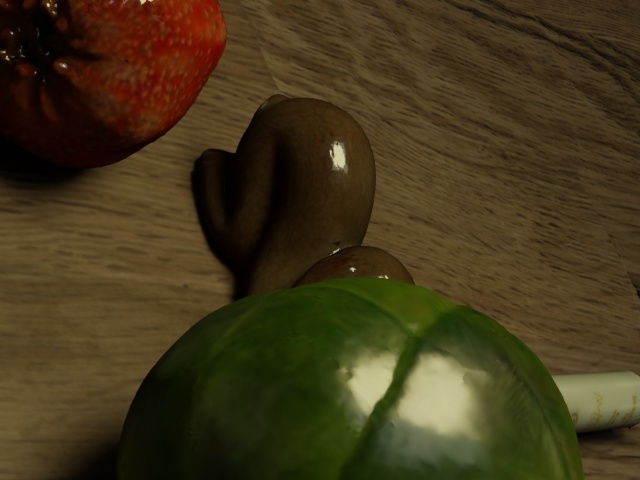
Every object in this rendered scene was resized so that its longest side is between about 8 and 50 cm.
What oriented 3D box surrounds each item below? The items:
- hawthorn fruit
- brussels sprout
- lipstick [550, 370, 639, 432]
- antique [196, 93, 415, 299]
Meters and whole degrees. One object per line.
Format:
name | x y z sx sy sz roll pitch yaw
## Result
hawthorn fruit | -0.167 -0.165 1.512 0.205 0.205 0.253 53 23 4
brussels sprout | 0.039 0.188 1.320 0.354 0.281 0.289 59 31 -5
lipstick | 0.220 0.152 1.807 0.264 0.059 0.059 2 55 -53
antique | 0.000 0.000 1.602 0.121 0.143 0.257 16 47 -47
